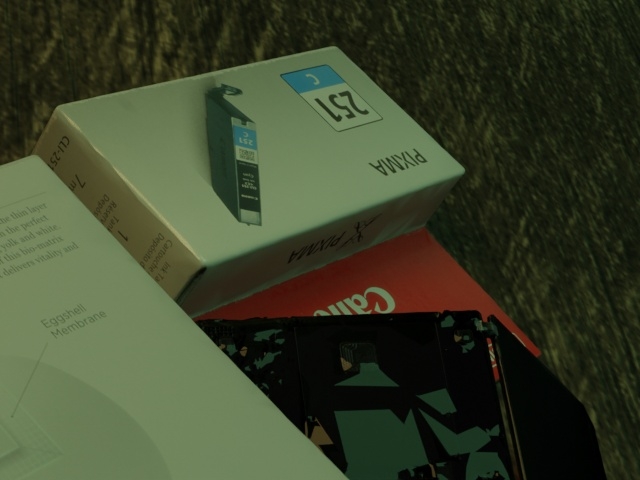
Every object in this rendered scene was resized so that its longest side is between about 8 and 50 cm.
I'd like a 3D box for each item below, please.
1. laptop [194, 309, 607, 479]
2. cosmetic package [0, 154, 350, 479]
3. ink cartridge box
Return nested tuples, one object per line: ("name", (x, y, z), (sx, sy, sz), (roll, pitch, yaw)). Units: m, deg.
("laptop", (0.062, 0.170, 0.912), (0.264, 0.137, 0.234), (-2, 55, -10))
("cosmetic package", (-0.152, 0.106, 0.706), (0.225, 0.138, 0.224), (46, 38, 16))
("ink cartridge box", (0.000, 0.000, 1.058), (0.261, 0.066, 0.296), (46, 34, 16))
